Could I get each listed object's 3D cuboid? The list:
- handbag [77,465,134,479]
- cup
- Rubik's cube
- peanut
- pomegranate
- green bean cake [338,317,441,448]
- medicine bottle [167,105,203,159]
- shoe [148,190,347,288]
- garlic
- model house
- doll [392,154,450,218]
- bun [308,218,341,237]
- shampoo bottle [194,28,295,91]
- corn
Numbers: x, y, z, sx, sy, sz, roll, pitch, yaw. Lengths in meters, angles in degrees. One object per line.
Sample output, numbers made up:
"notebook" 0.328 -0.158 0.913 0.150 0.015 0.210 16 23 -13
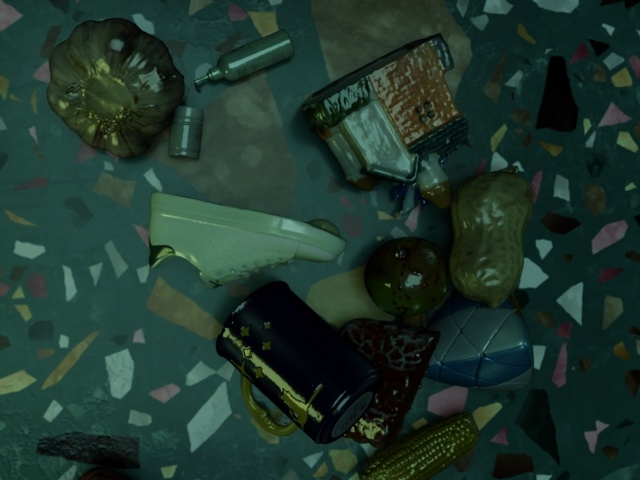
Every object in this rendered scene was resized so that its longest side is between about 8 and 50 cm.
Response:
"handbag" -0.403 0.524 1.351 0.146 0.135 0.225 27 91 -9
"cup" -0.034 0.240 1.367 0.178 0.255 0.256 -38 64 -25
"Rubik's cube" 0.295 0.224 1.468 0.254 0.254 0.254 0 91 -9
"peanut" 0.305 -0.022 1.417 0.159 0.143 0.291 29 59 -18
"pomegranate" 0.168 0.087 1.437 0.159 0.159 0.205 -20 123 -9
"green bean cake" 0.113 0.262 1.402 0.198 0.097 0.232 11 93 34
"medicine bottle" -0.247 -0.197 1.403 0.058 0.058 0.091 6 90 -9
"shoe" -0.141 0.021 1.373 0.363 0.132 0.160 12 92 5
"garlic" -0.354 -0.271 1.339 0.245 0.160 0.245 0 117 0
"model house" 0.147 -0.190 1.409 0.271 0.190 0.301 -30 98 -7
"doll" 0.197 -0.130 1.477 0.096 0.070 0.195 22 84 21
"bun" 0.000 0.000 1.449 0.086 0.055 0.086 0 89 -9
"shampoo bottle" -0.145 -0.332 1.421 0.195 0.056 0.056 -25 95 -9
"corn" 0.188 0.415 1.466 0.262 0.097 0.097 -27 95 -10
